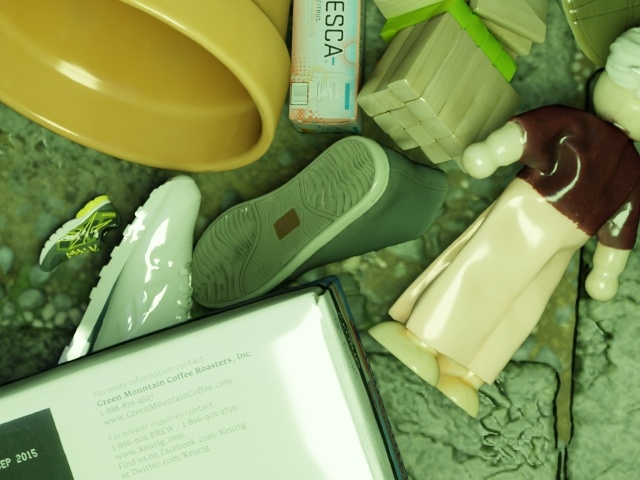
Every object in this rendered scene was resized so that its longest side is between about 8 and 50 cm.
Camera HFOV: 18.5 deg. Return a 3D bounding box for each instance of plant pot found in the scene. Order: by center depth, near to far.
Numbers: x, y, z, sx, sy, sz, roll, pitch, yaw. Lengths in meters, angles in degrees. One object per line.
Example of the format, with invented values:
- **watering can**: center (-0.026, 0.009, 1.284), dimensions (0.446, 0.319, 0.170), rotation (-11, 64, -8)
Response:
- **plant pot**: center (-0.142, -0.213, 1.577), dimensions (0.290, 0.291, 0.203), rotation (17, 67, 9)

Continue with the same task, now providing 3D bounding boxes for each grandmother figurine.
- **grandmother figurine**: center (0.182, -0.030, 1.558), dimensions (0.342, 0.208, 0.104), rotation (-51, 49, 0)

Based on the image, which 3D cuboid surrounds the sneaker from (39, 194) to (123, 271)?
- **sneaker**: center (-0.203, -0.001, 1.661), dimensions (0.035, 0.031, 0.083), rotation (44, 89, 10)

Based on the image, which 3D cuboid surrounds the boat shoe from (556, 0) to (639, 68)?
- **boat shoe**: center (0.212, -0.251, 1.610), dimensions (0.080, 0.073, 0.224), rotation (-24, 112, -7)

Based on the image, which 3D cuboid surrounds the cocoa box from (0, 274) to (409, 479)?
- **cocoa box**: center (-0.118, 0.188, 1.473), dimensions (0.347, 0.228, 0.231), rotation (-19, 91, 5)

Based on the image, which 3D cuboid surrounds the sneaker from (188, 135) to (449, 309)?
- **sneaker**: center (0.000, 0.000, 1.619), dimensions (0.222, 0.118, 0.083), rotation (-32, 62, 30)

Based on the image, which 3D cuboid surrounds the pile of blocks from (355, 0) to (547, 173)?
- **pile of blocks**: center (0.102, -0.225, 1.634), dimensions (0.112, 0.149, 0.362), rotation (-12, 63, 47)

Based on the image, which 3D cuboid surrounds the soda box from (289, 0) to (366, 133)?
- **soda box**: center (0.008, -0.183, 1.647), dimensions (0.058, 0.063, 0.183), rotation (2, 83, 6)

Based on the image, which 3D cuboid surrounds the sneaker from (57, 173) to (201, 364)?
- **sneaker**: center (-0.141, 0.060, 1.622), dimensions (0.094, 0.090, 0.235), rotation (24, 95, 9)
